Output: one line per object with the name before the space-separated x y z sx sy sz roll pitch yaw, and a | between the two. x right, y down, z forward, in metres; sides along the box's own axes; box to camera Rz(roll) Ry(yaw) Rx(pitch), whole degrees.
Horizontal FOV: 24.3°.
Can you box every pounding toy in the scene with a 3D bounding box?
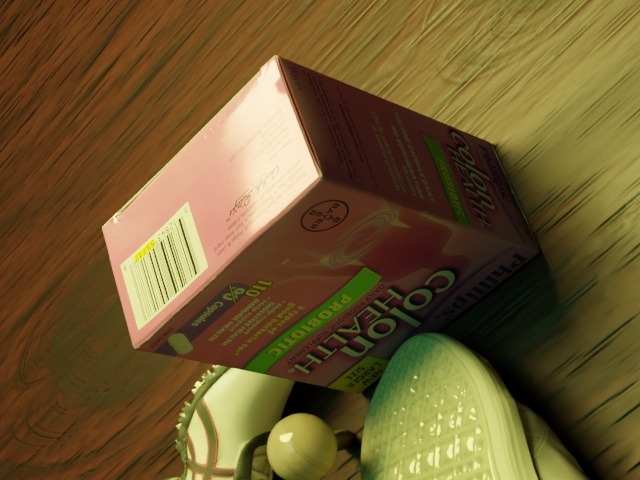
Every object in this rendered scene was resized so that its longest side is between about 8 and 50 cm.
pounding toy | 0.011 0.259 1.128 0.110 0.183 0.236 10 82 22

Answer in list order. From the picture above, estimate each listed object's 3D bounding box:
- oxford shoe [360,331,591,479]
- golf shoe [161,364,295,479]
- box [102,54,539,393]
oxford shoe | 0.146 0.215 1.017 0.169 0.130 0.449 -66 28 17
golf shoe | -0.072 0.199 1.274 0.120 0.105 0.272 39 112 26
box | 0.000 0.000 1.132 0.213 0.243 0.117 -41 53 30
